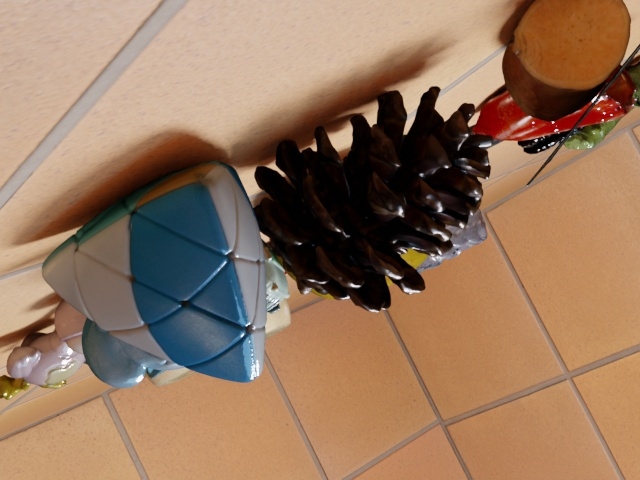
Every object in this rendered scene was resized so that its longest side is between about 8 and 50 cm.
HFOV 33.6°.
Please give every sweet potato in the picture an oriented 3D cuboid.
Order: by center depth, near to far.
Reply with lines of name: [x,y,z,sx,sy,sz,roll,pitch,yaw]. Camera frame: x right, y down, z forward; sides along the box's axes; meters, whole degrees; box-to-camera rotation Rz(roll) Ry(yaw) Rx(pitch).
sweet potato: [0.275,-0.200,1.258,0.131,0.131,0.337,-27,172,1]

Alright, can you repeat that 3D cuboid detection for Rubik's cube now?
Rubik's cube: [-0.167,-0.001,1.061,0.254,0.255,0.254,-26,174,-3]

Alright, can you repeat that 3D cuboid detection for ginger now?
ginger: [0.577,-0.271,1.986,0.290,0.089,0.137,-30,-143,28]

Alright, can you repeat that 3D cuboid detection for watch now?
watch: [-0.203,0.069,1.288,0.210,0.211,0.193,-25,-165,-15]

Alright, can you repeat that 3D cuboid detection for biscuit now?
biscuit: [0.442,-0.222,1.927,0.194,0.053,0.194,-36,-173,5]

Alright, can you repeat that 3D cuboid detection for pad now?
pad: [0.360,-0.219,1.190,0.368,0.007,0.247,-54,172,19]

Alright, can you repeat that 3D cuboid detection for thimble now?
thimble: [0.229,-0.030,2.242,0.236,0.172,0.205,-19,167,-43]

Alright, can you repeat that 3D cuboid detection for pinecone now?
pinecone: [0.057,-0.049,1.205,0.309,0.244,0.244,-46,168,19]

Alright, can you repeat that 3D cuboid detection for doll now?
doll: [-0.354,0.141,1.545,0.160,0.094,0.365,-9,165,-45]

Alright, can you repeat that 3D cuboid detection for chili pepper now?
chili pepper: [0.329,-0.201,1.576,0.252,0.136,0.144,-22,-156,33]

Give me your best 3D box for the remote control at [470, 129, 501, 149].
remote control: [0.227,-0.150,1.828,0.377,0.044,0.107,-27,171,-3]

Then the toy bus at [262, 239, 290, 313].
toy bus: [-0.138,0.066,1.654,0.164,0.134,0.276,-27,174,1]

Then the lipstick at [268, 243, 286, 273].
lipstick: [-0.001,-0.001,1.979,0.279,0.073,0.073,-25,174,-17]

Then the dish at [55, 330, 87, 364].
dish: [-0.347,0.153,1.768,0.181,0.080,0.243,-24,174,-27]

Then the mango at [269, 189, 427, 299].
mango: [0.040,-0.020,1.581,0.252,0.182,0.365,-27,163,17]

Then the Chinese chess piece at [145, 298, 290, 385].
Chinese chess piece: [-0.228,0.183,2.222,0.338,0.141,0.338,-27,173,-3]
